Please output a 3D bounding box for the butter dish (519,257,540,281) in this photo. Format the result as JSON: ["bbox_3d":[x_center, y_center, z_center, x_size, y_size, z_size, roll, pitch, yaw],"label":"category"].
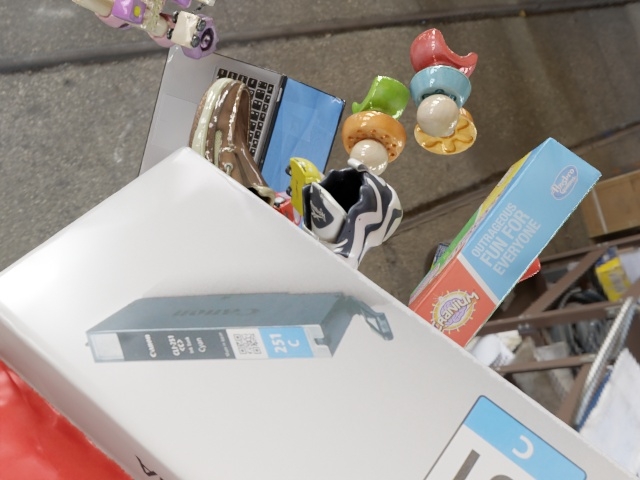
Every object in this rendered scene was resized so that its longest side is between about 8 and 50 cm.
[{"bbox_3d":[0.430,0.042,1.728,0.118,0.160,0.159,24,42,-61],"label":"butter dish"}]

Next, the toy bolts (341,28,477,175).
[{"bbox_3d":[0.163,-0.174,1.107,0.218,0.228,0.158,22,55,-15],"label":"toy bolts"}]

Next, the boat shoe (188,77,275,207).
[{"bbox_3d":[-0.092,-0.053,0.790,0.095,0.095,0.257,53,43,-72],"label":"boat shoe"}]

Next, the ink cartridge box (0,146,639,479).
[{"bbox_3d":[-0.041,0.121,0.311,0.296,0.066,0.261,36,54,13],"label":"ink cartridge box"}]

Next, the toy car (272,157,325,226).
[{"bbox_3d":[-0.008,-0.007,1.147,0.053,0.239,0.225,-25,86,-22],"label":"toy car"}]

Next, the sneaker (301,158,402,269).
[{"bbox_3d":[0.000,0.000,0.890,0.235,0.094,0.153,-47,143,-7],"label":"sneaker"}]

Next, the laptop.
[{"bbox_3d":[-0.190,-0.170,1.494,0.408,0.236,0.382,18,104,1],"label":"laptop"}]

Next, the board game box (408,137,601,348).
[{"bbox_3d":[0.202,0.008,0.875,0.064,0.316,0.242,38,95,6],"label":"board game box"}]

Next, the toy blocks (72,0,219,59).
[{"bbox_3d":[-0.268,-0.515,1.435,0.288,0.309,0.260,-68,161,6],"label":"toy blocks"}]

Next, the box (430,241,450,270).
[{"bbox_3d":[0.188,0.093,1.088,0.059,0.054,0.168,16,95,-22],"label":"box"}]
